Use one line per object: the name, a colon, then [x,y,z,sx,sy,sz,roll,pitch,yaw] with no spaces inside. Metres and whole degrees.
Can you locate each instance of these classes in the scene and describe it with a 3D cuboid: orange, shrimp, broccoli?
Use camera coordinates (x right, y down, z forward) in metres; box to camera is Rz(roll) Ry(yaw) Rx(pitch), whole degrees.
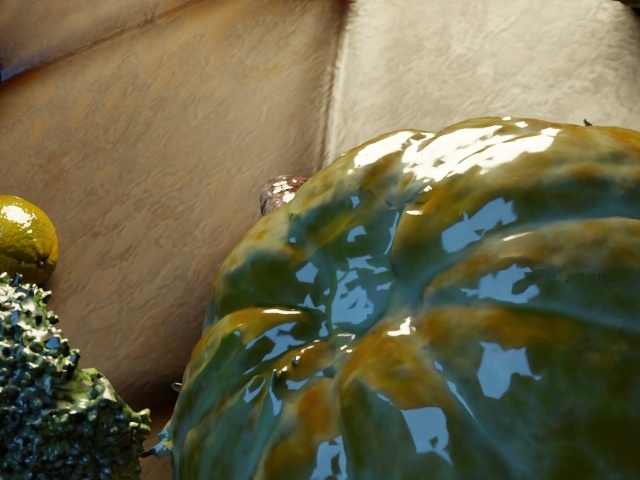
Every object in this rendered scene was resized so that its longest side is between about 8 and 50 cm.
orange: [-0.259,0.005,1.170,0.095,0.085,0.085,16,62,39]
shrimp: [0.000,0.000,0.984,0.057,0.065,0.165,-62,36,23]
orange: [0.080,0.090,0.668,0.329,0.249,0.329,-26,43,27]
broccoli: [-0.221,0.120,0.950,0.226,0.198,0.176,-11,-3,-1]

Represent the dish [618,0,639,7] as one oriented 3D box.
dish: [0.241,-0.217,0.991,0.207,0.080,0.149,-12,40,32]
